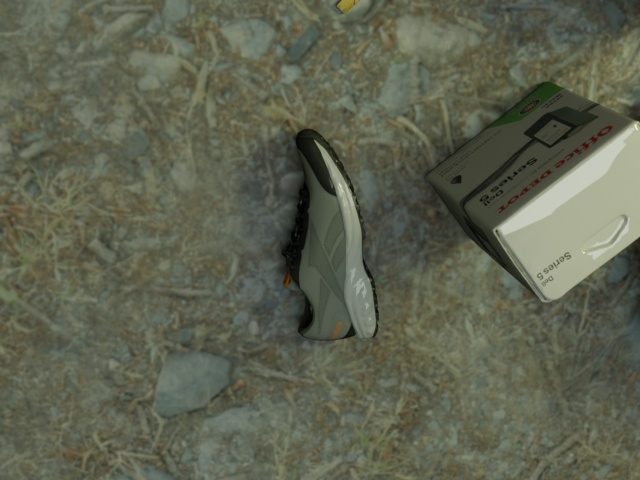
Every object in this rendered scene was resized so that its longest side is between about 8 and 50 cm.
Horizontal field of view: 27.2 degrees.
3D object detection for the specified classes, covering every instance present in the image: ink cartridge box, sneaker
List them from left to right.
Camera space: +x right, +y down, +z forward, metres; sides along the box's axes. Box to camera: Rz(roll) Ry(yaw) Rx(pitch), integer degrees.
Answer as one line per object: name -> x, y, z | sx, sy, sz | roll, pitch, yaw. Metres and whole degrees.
sneaker -> 0.000, 0.000, 1.584 | 0.108, 0.100, 0.271 | -11, 107, -3
ink cartridge box -> 0.262, -0.064, 1.526 | 0.198, 0.273, 0.115 | -38, 109, 0

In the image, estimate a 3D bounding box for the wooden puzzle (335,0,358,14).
wooden puzzle -> 0.023, -0.329, 1.540 | 0.078, 0.014, 0.116 | -36, 109, -1
